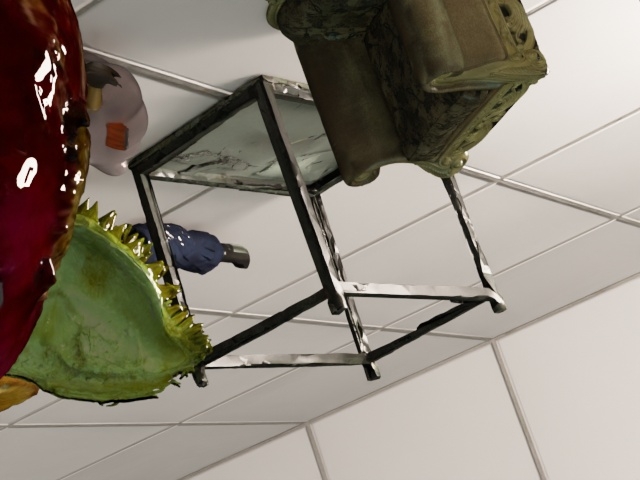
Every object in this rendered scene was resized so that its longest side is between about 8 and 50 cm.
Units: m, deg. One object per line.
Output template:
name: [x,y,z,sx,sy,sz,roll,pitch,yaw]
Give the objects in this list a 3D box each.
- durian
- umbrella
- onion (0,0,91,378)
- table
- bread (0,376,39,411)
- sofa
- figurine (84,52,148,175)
durian: [-0.299,0.051,1.630,0.394,0.198,0.163,20,152,3]
umbrella: [-0.170,0.009,1.996,0.071,0.071,0.248,-28,165,29]
onion: [-0.364,-0.069,1.015,0.420,0.398,0.398,3,159,-9]
table: [0.000,0.000,1.760,0.222,0.272,0.335,-31,160,33]
bread: [-0.479,0.136,1.850,0.312,0.172,0.312,-17,166,-4]
sofa: [0.061,-0.173,1.408,0.182,0.200,0.258,-14,164,-23]
figurine: [-0.240,-0.108,1.441,0.229,0.137,0.112,-27,-166,37]
